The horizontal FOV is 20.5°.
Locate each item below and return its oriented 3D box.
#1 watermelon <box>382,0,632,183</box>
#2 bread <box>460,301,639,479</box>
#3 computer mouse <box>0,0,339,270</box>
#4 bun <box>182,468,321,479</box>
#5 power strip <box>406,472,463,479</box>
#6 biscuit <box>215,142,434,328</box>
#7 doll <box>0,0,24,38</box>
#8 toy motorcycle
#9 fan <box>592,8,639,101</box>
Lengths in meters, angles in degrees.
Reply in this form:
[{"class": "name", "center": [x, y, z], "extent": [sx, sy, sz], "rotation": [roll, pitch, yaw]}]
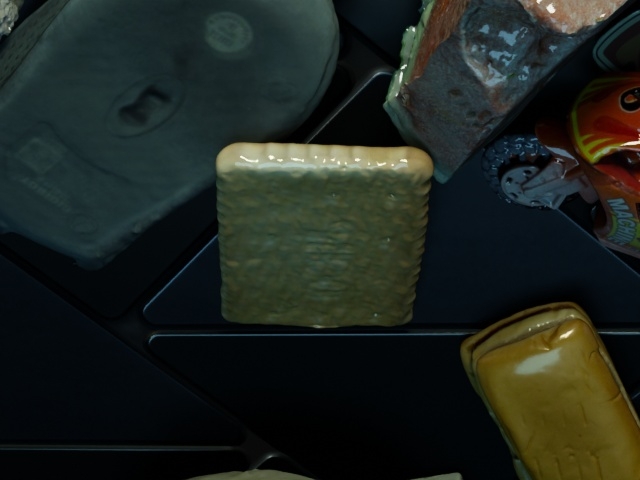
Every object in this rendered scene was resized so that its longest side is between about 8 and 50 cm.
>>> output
[{"class": "watermelon", "center": [0.132, -0.171, 1.183], "extent": [0.148, 0.226, 0.318], "rotation": [42, 121, -2]}, {"class": "bread", "center": [0.199, 0.147, 1.460], "extent": [0.116, 0.077, 0.200], "rotation": [-23, 117, 12]}, {"class": "computer mouse", "center": [-0.139, -0.113, 1.311], "extent": [0.188, 0.122, 0.371], "rotation": [38, 124, -25]}, {"class": "bun", "center": [-0.060, 0.369, 1.528], "extent": [0.359, 0.211, 0.360], "rotation": [10, 128, 13]}, {"class": "power strip", "center": [0.102, 0.245, 1.551], "extent": [0.175, 0.042, 0.075], "rotation": [-12, 121, 17]}, {"class": "biscuit", "center": [0.000, -0.001, 1.352], "extent": [0.160, 0.030, 0.250], "rotation": [1, 150, 0]}, {"class": "doll", "center": [-0.225, -0.233, 1.256], "extent": [0.115, 0.105, 0.221], "rotation": [41, 122, -9]}, {"class": "toy motorcycle", "center": [0.272, -0.038, 1.309], "extent": [0.298, 0.089, 0.171], "rotation": [18, 137, -5]}, {"class": "fan", "center": [0.308, -0.152, 1.278], "extent": [0.220, 0.009, 0.132], "rotation": [-32, 123, 26]}]
